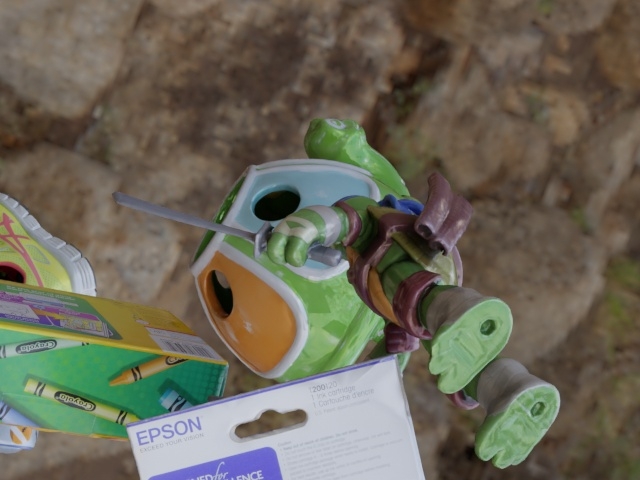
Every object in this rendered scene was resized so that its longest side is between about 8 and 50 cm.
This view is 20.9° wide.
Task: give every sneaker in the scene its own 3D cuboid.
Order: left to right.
[{"bbox_3d":[-0.317,0.018,1.715,0.094,0.208,0.081,-30,132,-35],"label":"sneaker"}]

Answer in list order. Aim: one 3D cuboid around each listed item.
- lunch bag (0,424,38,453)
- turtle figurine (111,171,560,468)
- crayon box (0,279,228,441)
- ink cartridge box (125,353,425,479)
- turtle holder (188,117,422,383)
[{"bbox_3d":[-0.408,0.143,1.673,0.243,0.303,0.115,145,-50,-77],"label":"lunch bag"},{"bbox_3d":[0.025,0.072,1.258,0.266,0.274,0.198,36,-50,53],"label":"turtle figurine"},{"bbox_3d":[-0.234,0.092,1.411,0.165,0.278,0.081,31,-72,64],"label":"crayon box"},{"bbox_3d":[-0.020,0.202,1.272,0.045,0.206,0.208,-130,-153,-79],"label":"ink cartridge box"},{"bbox_3d":[0.001,0.003,1.896,0.320,0.227,0.243,-61,-172,-11],"label":"turtle holder"}]
